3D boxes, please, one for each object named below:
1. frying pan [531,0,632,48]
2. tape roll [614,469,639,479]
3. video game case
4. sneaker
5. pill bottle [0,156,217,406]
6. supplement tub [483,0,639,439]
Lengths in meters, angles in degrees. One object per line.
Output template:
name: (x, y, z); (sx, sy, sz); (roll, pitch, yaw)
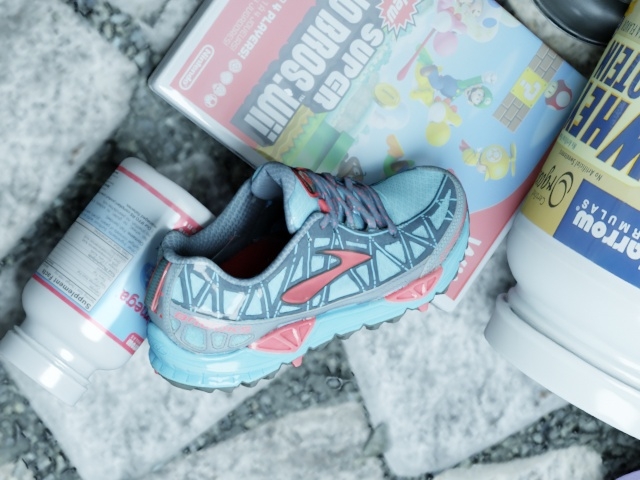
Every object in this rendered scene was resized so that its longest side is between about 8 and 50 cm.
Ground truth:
frying pan: (0.258, -0.298, 1.465); (0.197, 0.053, 0.326); (22, 93, -23)
tape roll: (0.241, 0.307, 1.420); (0.090, 0.275, 0.274); (22, 90, -21)
video game case: (0.045, -0.109, 1.421); (0.285, 0.025, 0.204); (37, 84, -21)
sneaker: (0.000, 0.000, 1.315); (0.262, 0.104, 0.125); (-29, 132, -31)
pill bottle: (-0.144, 0.030, 1.336); (0.087, 0.087, 0.160); (39, 84, -21)
supplement tub: (0.271, -0.026, 1.396); (0.228, 0.228, 0.316); (24, 99, -22)
